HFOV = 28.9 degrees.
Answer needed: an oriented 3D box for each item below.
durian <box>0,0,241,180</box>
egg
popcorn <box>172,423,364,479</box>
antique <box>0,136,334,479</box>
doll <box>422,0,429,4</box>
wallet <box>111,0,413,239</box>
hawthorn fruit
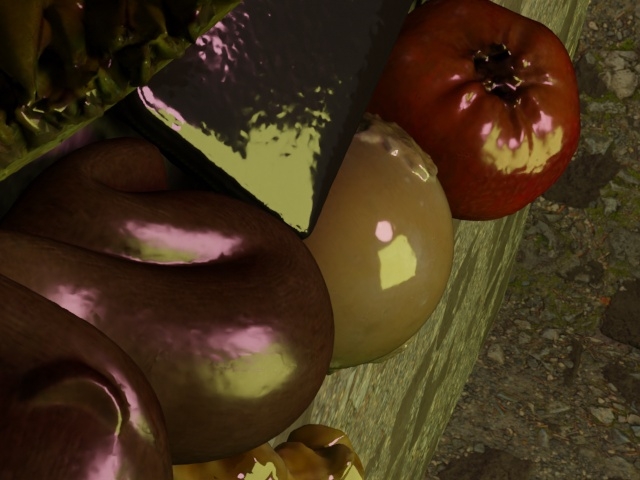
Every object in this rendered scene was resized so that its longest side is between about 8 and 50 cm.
[{"bbox_3d":[-0.068,-0.161,0.450,0.198,0.163,0.394,-6,-127,61],"label":"durian"},{"bbox_3d":[0.004,-0.001,0.761,0.201,0.164,0.164,128,-18,-85],"label":"egg"},{"bbox_3d":[-0.073,0.153,0.645,0.167,0.185,0.187,131,-27,-76],"label":"popcorn"},{"bbox_3d":[-0.086,0.054,0.497,0.121,0.143,0.257,-62,171,26],"label":"antique"},{"bbox_3d":[0.135,-0.262,1.149,0.160,0.059,0.161,89,25,-60],"label":"doll"},{"bbox_3d":[-0.012,-0.136,0.646,0.149,0.044,0.250,38,67,-39],"label":"wallet"},{"bbox_3d":[0.114,-0.095,1.056,0.196,0.196,0.225,-65,-178,-23],"label":"hawthorn fruit"}]
